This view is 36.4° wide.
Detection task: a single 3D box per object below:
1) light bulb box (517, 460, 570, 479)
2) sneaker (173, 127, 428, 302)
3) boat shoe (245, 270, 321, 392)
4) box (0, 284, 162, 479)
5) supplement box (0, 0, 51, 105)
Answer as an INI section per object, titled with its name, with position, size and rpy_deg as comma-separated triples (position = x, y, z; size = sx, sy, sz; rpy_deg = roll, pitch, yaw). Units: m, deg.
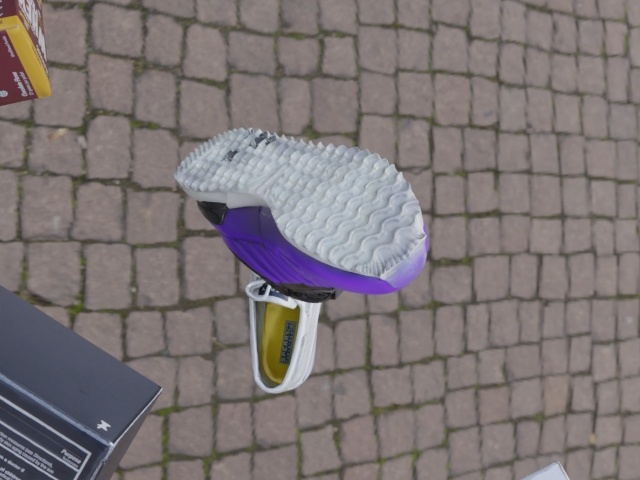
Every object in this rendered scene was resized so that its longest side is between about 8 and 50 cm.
[light bulb box]
position = 0.166, 0.480, 0.979
size = 0.357, 0.225, 0.361
rpy_deg = -24, 62, -5
[sneaker]
position = 0.000, -0.001, 0.824
size = 0.102, 0.293, 0.146
rpy_deg = -40, 126, -18
[boat shoe]
position = -0.069, 0.079, 1.631
size = 0.156, 0.135, 0.367
rpy_deg = -9, 107, -76
[box]
position = -0.400, 0.243, 1.182
size = 0.296, 0.183, 0.294
rpy_deg = 32, 109, 1
[supplement box]
position = -0.471, -0.281, 1.276
size = 0.191, 0.129, 0.194
rpy_deg = -13, 57, -3
